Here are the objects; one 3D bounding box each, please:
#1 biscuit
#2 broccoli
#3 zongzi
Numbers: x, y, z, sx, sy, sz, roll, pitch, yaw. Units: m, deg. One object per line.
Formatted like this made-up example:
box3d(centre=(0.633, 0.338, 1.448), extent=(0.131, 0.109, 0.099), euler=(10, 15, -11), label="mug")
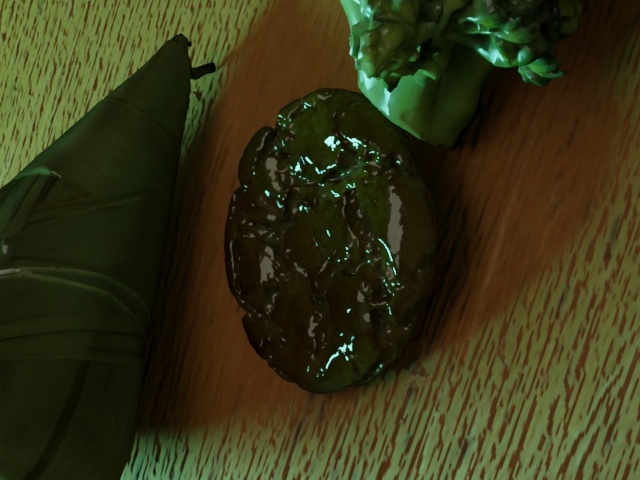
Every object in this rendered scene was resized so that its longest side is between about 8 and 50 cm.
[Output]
box3d(centre=(0.000, 0.000, 1.273), extent=(0.226, 0.042, 0.226), euler=(-1, 89, 53), label="biscuit")
box3d(centre=(0.062, -0.182, 1.183), extent=(0.248, 0.288, 0.246), euler=(22, 114, 9), label="broccoli")
box3d(centre=(-0.285, 0.048, 1.509), extent=(0.447, 0.181, 0.418), euler=(-8, 58, 48), label="zongzi")
